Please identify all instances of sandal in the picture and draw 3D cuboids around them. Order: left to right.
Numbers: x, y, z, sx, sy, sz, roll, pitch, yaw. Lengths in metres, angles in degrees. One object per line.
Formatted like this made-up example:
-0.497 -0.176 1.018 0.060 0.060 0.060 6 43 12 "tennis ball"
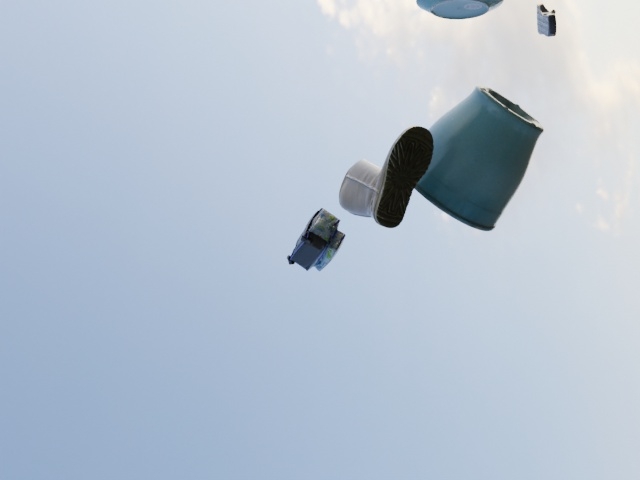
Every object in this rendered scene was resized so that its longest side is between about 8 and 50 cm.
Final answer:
0.769 -0.735 2.416 0.254 0.055 0.097 -82 -16 -60 "sandal"

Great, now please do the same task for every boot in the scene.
0.133 -0.155 1.612 0.089 0.269 0.236 23 -84 -19 "boot"

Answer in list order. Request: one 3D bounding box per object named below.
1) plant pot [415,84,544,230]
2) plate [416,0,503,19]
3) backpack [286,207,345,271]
0.364 -0.204 1.647 0.272 0.255 0.271 28 -156 -14 "plant pot"
0.301 -0.509 1.553 0.188 0.188 0.024 5 -93 -48 "plate"
0.000 0.000 1.469 0.084 0.105 0.114 31 -135 -5 "backpack"
